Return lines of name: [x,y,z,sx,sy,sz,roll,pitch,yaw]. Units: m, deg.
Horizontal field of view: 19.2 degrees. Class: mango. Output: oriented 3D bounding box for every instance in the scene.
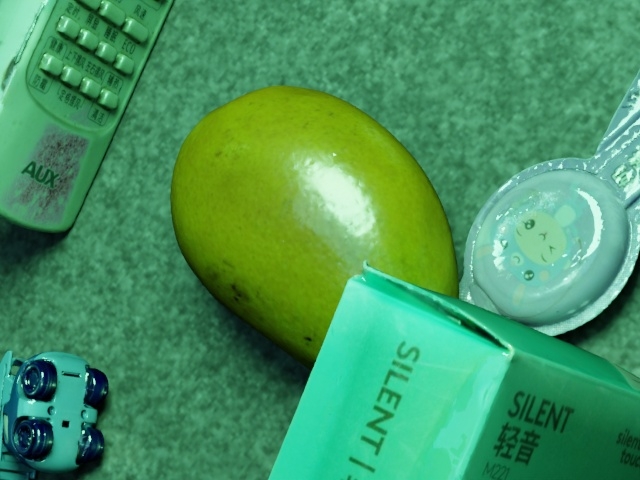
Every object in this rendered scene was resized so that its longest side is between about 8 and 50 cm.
mango: [0.001,-0.006,1.170,0.221,0.120,0.151,36,107,29]

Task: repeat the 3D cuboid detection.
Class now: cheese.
cheese: [0.159,-0.015,1.142,0.191,0.042,0.105,-44,63,8]

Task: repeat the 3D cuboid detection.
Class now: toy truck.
toy truck: [-0.188,0.141,1.260,0.074,0.063,0.136,-6,74,45]

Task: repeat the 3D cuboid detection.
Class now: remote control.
remote control: [-0.151,-0.173,1.281,0.050,0.145,0.344,22,87,25]

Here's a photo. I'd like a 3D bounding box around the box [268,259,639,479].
box: [0.055,0.191,1.025,0.118,0.205,0.311,22,90,36]
